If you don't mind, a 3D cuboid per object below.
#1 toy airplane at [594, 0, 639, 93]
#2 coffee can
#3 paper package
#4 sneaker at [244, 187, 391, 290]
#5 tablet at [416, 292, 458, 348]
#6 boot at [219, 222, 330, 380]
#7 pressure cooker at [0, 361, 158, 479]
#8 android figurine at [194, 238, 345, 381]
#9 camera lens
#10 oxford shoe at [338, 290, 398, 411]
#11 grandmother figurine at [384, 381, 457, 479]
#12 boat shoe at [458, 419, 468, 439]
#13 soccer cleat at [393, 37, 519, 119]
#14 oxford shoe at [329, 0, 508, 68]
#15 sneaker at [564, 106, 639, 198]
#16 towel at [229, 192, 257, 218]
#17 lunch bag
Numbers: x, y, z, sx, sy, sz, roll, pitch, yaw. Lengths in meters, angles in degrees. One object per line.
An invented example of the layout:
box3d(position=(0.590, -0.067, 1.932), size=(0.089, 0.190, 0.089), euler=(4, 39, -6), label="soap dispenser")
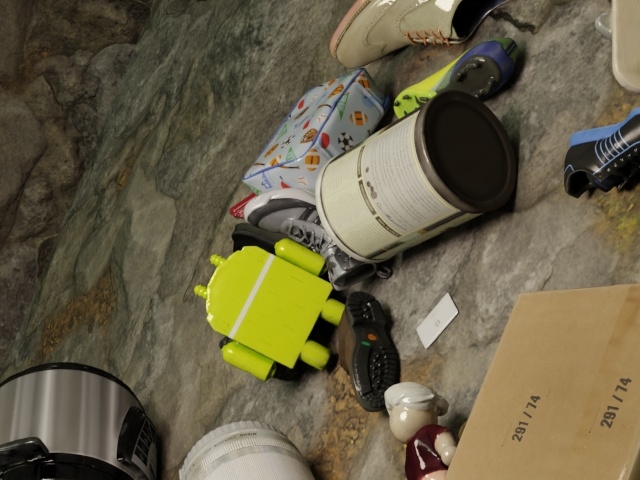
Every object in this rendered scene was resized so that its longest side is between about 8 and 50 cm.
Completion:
box3d(position=(0.469, -0.439, 1.624), size=(0.386, 0.272, 0.384), euler=(-42, 65, 11), label="toy airplane")
box3d(position=(0.151, -0.098, 1.932), size=(0.275, 0.201, 0.201), euler=(-27, 45, 47), label="coffee can")
box3d(position=(0.325, 0.229, 1.369), size=(0.309, 0.168, 0.325), euler=(-8, 51, 56), label="paper package")
box3d(position=(0.000, 0.000, 2.055), size=(0.101, 0.269, 0.153), euler=(112, 161, -56), label="sneaker")
box3d(position=(0.186, 0.128, 1.892), size=(0.083, 0.006, 0.054), euler=(-52, 31, 20), label="tablet")
box3d(position=(-0.112, 0.111, 2.267), size=(0.348, 0.131, 0.260), euler=(16, 81, 61), label="boot")
box3d(position=(-0.521, 0.504, 2.369), size=(0.375, 0.370, 0.420), euler=(-53, 26, 26), label="pressure cooker")
box3d(position=(-0.088, 0.117, 2.097), size=(0.056, 0.273, 0.248), euler=(81, -147, -81), label="android figurine")
box3d(position=(-0.098, 0.444, 1.876), size=(0.219, 0.219, 0.274), euler=(-56, 29, 14), label="camera lens")
box3d(position=(0.074, 0.200, 1.961), size=(0.227, 0.083, 0.096), euler=(-95, 22, -45), label="oxford shoe")
box3d(position=(0.155, 0.334, 1.617), size=(0.342, 0.104, 0.208), euler=(-104, 25, -42), label="grandmother figurine")
box3d(position=(0.252, 0.288, 1.621), size=(0.056, 0.048, 0.153), euler=(-54, 33, -14), label="boat shoe")
box3d(position=(0.239, -0.271, 2.080), size=(0.121, 0.093, 0.289), euler=(-44, 11, -34), label="soccer cleat")
box3d(position=(0.187, -0.409, 2.154), size=(0.397, 0.140, 0.146), euler=(-32, 65, 29), label="oxford shoe")
box3d(position=(0.425, -0.118, 1.635), size=(0.232, 0.081, 0.090), euler=(-21, 52, 60), label="sneaker")
box3d(position=(-0.048, -0.088, 2.347), size=(0.199, 0.031, 0.275), euler=(-36, 23, -19), label="towel")
box3d(position=(-0.008, -0.196, 2.288), size=(0.243, 0.115, 0.303), euler=(-18, 30, 51), label="lunch bag")
